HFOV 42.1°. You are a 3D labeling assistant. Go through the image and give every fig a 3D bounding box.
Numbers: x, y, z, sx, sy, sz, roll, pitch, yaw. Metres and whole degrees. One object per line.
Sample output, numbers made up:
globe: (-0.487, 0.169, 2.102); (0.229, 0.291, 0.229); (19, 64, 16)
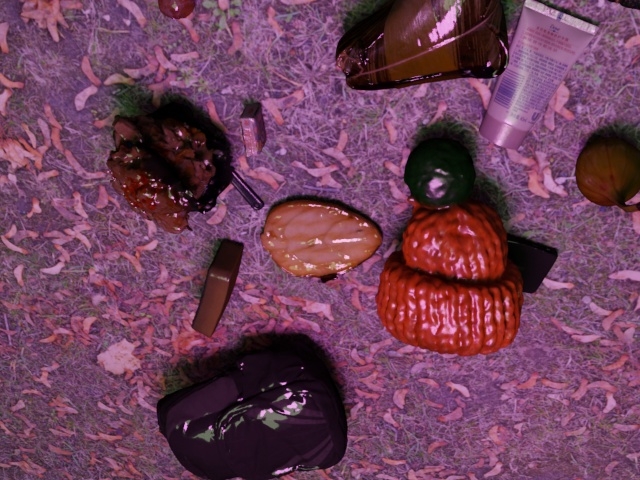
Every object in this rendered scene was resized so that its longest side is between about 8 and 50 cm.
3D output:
fig: (0.521, -0.093, 1.449); (0.124, 0.236, 0.124); (0, 121, 1)

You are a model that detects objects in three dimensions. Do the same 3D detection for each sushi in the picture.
sushi: (-0.302, -0.124, 1.588); (0.238, 0.219, 0.225); (20, 127, 6)

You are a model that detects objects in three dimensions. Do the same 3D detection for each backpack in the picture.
backpack: (-0.166, 0.416, 1.957); (0.445, 0.255, 0.363); (-15, 124, 5)

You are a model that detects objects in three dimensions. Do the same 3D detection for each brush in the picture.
brush: (-0.223, 0.105, 1.812); (0.059, 0.123, 0.197); (21, 127, 1)

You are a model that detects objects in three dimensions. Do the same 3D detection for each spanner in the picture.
spanner: (-0.183, -0.139, 1.692); (0.046, 0.012, 0.208); (-27, 117, 26)

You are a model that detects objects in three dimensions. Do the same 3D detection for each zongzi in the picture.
zongzi: (0.143, -0.392, 1.335); (0.289, 0.154, 0.317); (-6, 133, 15)

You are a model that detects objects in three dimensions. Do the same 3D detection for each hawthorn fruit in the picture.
hawthorn fruit: (-0.255, -0.441, 1.461); (0.066, 0.067, 0.103); (1, 100, 11)

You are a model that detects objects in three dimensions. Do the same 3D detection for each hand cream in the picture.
hand cream: (0.360, -0.284, 1.448); (0.133, 0.083, 0.248); (22, 116, -6)

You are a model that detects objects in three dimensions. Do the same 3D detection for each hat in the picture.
hat: (0.263, 0.004, 1.612); (0.285, 0.285, 0.400); (7, 102, 6)

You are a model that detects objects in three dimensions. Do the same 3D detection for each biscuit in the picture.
biscuit: (0.001, -0.002, 1.744); (0.260, 0.041, 0.203); (-2, 123, 12)

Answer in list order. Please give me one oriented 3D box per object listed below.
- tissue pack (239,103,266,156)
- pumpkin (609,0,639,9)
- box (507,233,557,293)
tissue pack: (-0.128, -0.212, 1.595); (0.035, 0.063, 0.083); (3, 128, 12)
pumpkin: (0.481, -0.443, 1.251); (0.190, 0.146, 0.190); (7, 129, 8)
box: (0.406, 0.049, 1.711); (0.126, 0.027, 0.125); (18, 130, -4)
